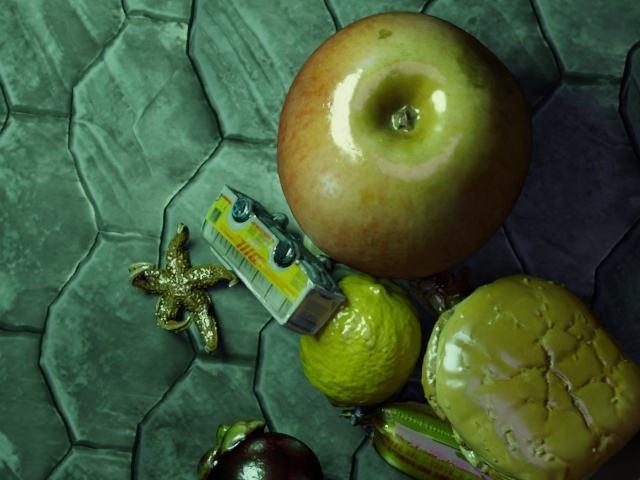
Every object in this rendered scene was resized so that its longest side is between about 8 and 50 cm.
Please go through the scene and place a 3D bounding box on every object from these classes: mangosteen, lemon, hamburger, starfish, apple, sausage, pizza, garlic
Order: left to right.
[{"bbox_3d":[-0.194,0.076,1.528,0.146,0.074,0.190,-34,89,3],"label":"starfish"},{"bbox_3d":[-0.095,0.352,1.479,0.194,0.194,0.230,-48,63,2],"label":"mangosteen"},{"bbox_3d":[0.001,0.000,1.540,0.053,0.041,0.083,14,98,-11],"label":"garlic"},{"bbox_3d":[0.057,0.143,1.467,0.180,0.180,0.193,-10,121,2],"label":"lemon"},{"bbox_3d":[0.116,-0.129,1.387,0.364,0.364,0.364,0,90,2],"label":"apple"},{"bbox_3d":[0.178,0.309,1.489,0.317,0.125,0.117,21,83,3],"label":"sausage"},{"bbox_3d":[0.217,0.100,1.514,0.194,0.069,0.154,26,92,0],"label":"pizza"},{"bbox_3d":[0.294,0.186,1.394,0.318,0.158,0.319,4,72,-12],"label":"hamburger"}]

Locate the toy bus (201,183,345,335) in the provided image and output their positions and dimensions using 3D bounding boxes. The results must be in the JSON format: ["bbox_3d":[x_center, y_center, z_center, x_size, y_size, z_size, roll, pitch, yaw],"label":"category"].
[{"bbox_3d":[-0.073,0.024,1.452,0.106,0.092,0.268,-54,48,9],"label":"toy bus"}]

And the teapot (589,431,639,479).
[{"bbox_3d":[0.427,0.360,1.466,0.175,0.185,0.268,-10,56,30],"label":"teapot"}]
